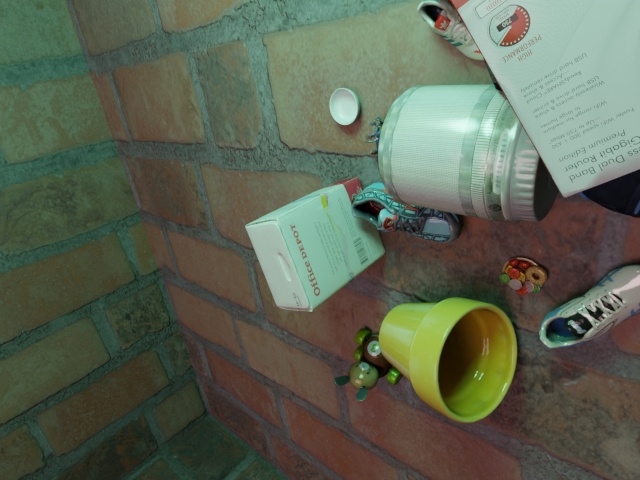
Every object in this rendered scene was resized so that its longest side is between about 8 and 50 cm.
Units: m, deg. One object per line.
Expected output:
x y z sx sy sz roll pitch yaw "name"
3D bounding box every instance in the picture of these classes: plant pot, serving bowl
0.272 0.246 0.928 0.239 0.254 0.253 8 120 61 "plant pot"
0.061 -0.317 0.944 0.083 0.027 0.083 24 128 34 "serving bowl"

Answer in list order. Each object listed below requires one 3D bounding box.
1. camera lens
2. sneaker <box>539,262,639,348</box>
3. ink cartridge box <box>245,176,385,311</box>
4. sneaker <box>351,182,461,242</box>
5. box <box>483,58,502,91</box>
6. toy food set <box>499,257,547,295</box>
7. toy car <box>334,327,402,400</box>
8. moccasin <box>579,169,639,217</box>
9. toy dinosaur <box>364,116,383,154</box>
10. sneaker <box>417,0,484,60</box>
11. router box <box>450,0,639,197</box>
0.255 -0.154 0.696 0.275 0.219 0.219 17 125 39 "camera lens"
0.500 0.131 0.726 0.085 0.086 0.237 46 137 18 "sneaker"
0.000 0.000 0.984 0.131 0.306 0.225 -7 108 47 "ink cartridge box"
0.182 -0.045 0.911 0.262 0.125 0.104 24 129 35 "sneaker"
0.322 -0.366 0.475 0.308 0.076 0.242 -24 108 20 "box"
0.417 0.074 0.826 0.083 0.020 0.082 35 134 25 "toy food set"
0.132 0.377 1.170 0.155 0.188 0.148 25 130 33 "toy car"
0.488 -0.169 0.523 0.117 0.138 0.341 46 157 28 "moccasin"
0.133 -0.234 0.915 0.090 0.047 0.082 4 135 33 "toy dinosaur"
0.234 -0.368 0.700 0.161 0.075 0.057 48 139 13 "sneaker"
0.342 -0.245 0.383 0.336 0.082 0.301 -28 105 39 "router box"
